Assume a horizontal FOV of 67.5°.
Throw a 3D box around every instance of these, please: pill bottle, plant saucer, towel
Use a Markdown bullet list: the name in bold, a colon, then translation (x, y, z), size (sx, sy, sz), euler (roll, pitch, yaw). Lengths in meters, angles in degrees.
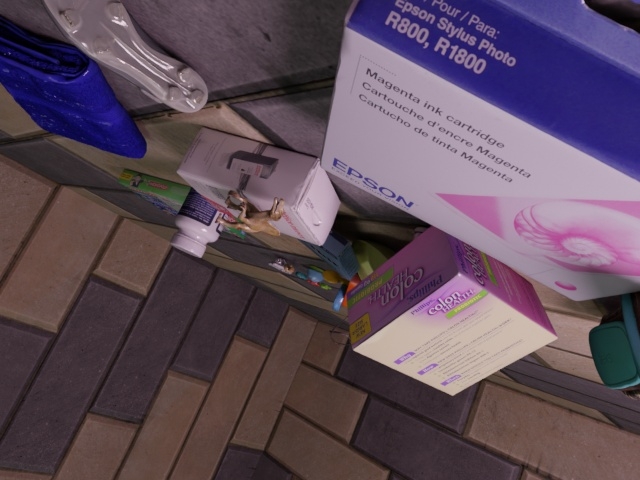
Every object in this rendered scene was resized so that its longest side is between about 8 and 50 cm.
- **pill bottle**: translation (-0.237, -0.055, 0.976), size (0.094, 0.169, 0.094), euler (23, 167, 6)
- **plant saucer**: translation (0.148, 0.092, 0.975), size (0.241, 0.037, 0.241), euler (52, 165, 20)
- **towel**: translation (-0.436, -0.238, 0.803), size (0.227, 0.076, 0.308), euler (24, 167, 2)

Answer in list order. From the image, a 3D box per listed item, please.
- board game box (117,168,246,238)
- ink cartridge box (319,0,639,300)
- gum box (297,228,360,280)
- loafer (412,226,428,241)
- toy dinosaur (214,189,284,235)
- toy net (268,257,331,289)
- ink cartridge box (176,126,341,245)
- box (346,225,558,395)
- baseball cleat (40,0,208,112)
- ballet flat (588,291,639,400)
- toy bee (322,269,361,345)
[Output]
- **board game box**: translation (-0.377, -0.100, 1.326), size (0.317, 0.046, 0.213), euler (17, 165, 29)
- **ink cartridge box**: translation (0.162, -0.067, 0.376), size (0.324, 0.071, 0.330), euler (29, 168, 4)
- **gum box**: translation (0.000, 0.000, 0.970), size (0.157, 0.041, 0.184), euler (38, 172, 20)
- **loafer**: translation (0.202, 0.021, 0.790), size (0.125, 0.039, 0.045), euler (28, 166, -18)
- **toy dinosaur**: translation (-0.103, -0.027, 0.704), size (0.092, 0.053, 0.183), euler (26, 164, -10)
- **toy net**: translation (-0.069, 0.101, 1.603), size (0.232, 0.045, 0.122), euler (18, 168, 32)
- **ink cartridge box**: translation (-0.092, -0.084, 0.774), size (0.218, 0.092, 0.158), euler (20, 166, 21)
- **box**: translation (0.203, 0.119, 0.770), size (0.243, 0.117, 0.213), euler (29, 125, -27)
- **baseball cleat**: translation (-0.227, -0.213, 0.543), size (0.109, 0.072, 0.206), euler (20, 165, 47)
- **ballet flat**: translation (0.428, 0.119, 0.549), size (0.182, 0.164, 0.483), euler (-15, 162, 22)
- **toy bee**: translation (0.088, 0.135, 1.283), size (0.195, 0.162, 0.298), euler (35, 141, -10)
